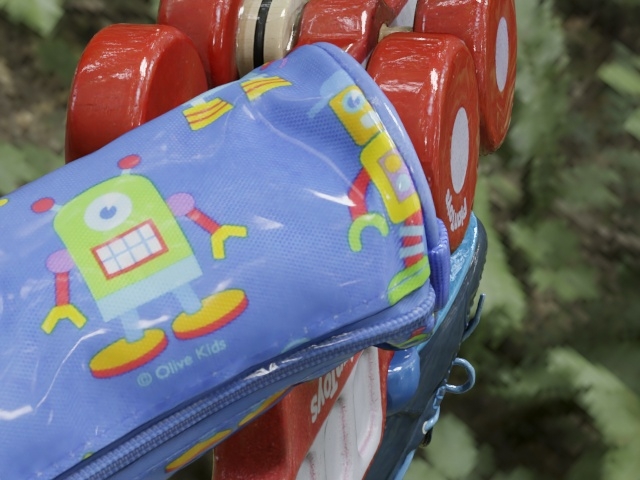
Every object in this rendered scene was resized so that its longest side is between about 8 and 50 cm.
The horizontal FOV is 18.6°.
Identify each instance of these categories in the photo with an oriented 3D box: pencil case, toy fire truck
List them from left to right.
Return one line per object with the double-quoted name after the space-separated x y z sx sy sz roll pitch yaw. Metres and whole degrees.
-0.095 0.047 0.680 0.133 0.306 0.119 50 -19 34 "pencil case"
0.000 0.000 0.957 0.169 0.254 0.302 3 24 14 "toy fire truck"

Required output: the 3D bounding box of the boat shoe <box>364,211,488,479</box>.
0.023 0.094 1.181 0.109 0.258 0.089 28 -8 38 "boat shoe"
